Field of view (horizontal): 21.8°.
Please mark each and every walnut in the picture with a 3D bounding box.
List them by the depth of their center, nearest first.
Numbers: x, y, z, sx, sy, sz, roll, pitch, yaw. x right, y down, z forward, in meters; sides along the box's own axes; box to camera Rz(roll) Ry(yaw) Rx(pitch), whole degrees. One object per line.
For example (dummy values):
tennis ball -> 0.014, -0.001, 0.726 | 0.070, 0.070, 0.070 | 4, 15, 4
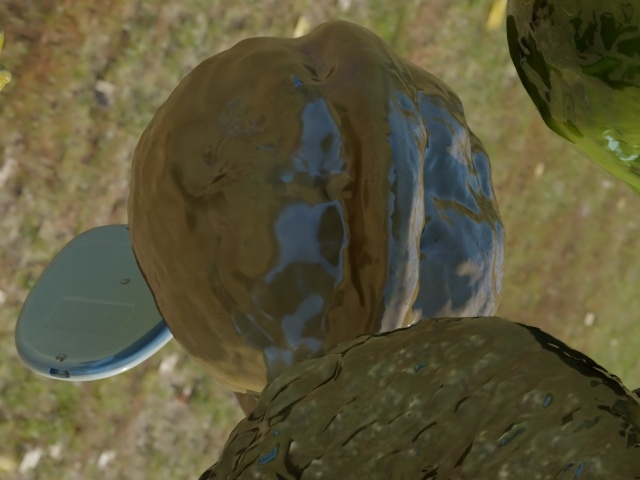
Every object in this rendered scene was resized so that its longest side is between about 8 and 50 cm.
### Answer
walnut -> 0.005, -0.011, 1.555 | 0.383, 0.384, 0.383 | -48, 150, -41

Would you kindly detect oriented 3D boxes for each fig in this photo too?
fig -> 0.230, -0.117, 1.129 | 0.233, 0.233, 0.314 | -33, 142, -54

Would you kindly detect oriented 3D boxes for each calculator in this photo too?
calculator -> -0.217, 0.050, 1.794 | 0.302, 0.188, 0.042 | -63, 151, -49

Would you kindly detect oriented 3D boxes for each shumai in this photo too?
shumai -> 0.094, 0.265, 0.869 | 0.324, 0.397, 0.323 | -30, 133, 9

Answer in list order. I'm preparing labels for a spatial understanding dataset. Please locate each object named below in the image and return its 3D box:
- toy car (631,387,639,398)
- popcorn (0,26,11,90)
toy car -> 0.375, 0.166, 1.698 | 0.171, 0.070, 0.080 | -39, 108, -26
popcorn -> -0.332, -0.132, 1.331 | 0.194, 0.140, 0.163 | -46, -164, 31
